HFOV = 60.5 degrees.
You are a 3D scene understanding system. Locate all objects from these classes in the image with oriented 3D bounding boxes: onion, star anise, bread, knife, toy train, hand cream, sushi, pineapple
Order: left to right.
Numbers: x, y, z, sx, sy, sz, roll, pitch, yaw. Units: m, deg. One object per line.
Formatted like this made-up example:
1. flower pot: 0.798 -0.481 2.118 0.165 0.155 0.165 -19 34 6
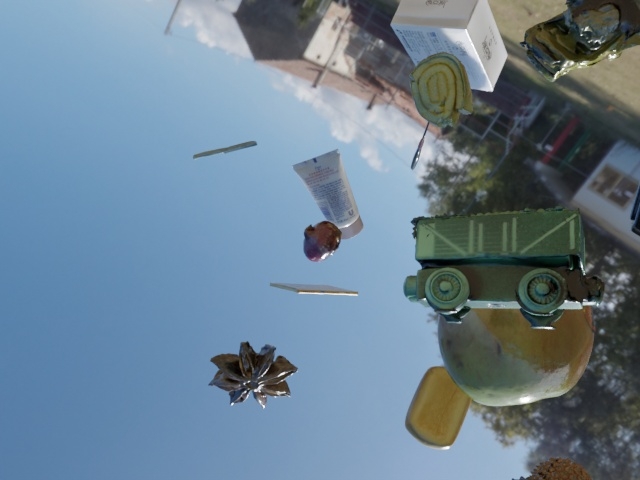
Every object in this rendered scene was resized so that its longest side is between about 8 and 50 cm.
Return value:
1. knife: -0.244 -0.232 1.408 0.210 0.015 0.028 -7 -159 28
2. star anise: -0.242 0.475 1.953 0.332 0.331 0.117 27 -156 -15
3. onion: 0.000 0.000 1.324 0.097 0.107 0.107 38 -163 -16
4. hand cream: 0.031 -0.120 1.475 0.083 0.133 0.247 -81 -30 -56
5. knife: 0.291 -0.279 1.598 0.018 0.035 0.247 23 154 9
6. bread: 0.316 0.450 1.474 0.147 0.217 0.098 28 154 16
7. bread: 0.257 -0.316 1.164 0.064 0.118 0.156 -18 -83 -64
8. toy train: 0.248 0.038 0.773 0.270 0.154 0.115 -3 161 29
9. pineapple: 0.787 0.894 1.921 0.357 0.222 0.223 2 -147 -34
10. sushi: 0.492 -0.378 0.912 0.139 0.291 0.131 61 -172 23

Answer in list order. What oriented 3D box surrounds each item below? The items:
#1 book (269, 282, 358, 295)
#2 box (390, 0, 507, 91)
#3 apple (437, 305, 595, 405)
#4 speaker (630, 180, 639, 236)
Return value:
1. book: -0.022 0.159 1.793 0.242 0.018 0.170 7 180 -36
2. box: 0.332 -0.506 1.390 0.203 0.116 0.274 20 174 35
3. apple: 0.433 0.211 1.227 0.339 0.304 0.338 0 169 0
4. speaker: 0.700 -0.081 0.954 0.231 0.153 0.192 -28 -136 -16
